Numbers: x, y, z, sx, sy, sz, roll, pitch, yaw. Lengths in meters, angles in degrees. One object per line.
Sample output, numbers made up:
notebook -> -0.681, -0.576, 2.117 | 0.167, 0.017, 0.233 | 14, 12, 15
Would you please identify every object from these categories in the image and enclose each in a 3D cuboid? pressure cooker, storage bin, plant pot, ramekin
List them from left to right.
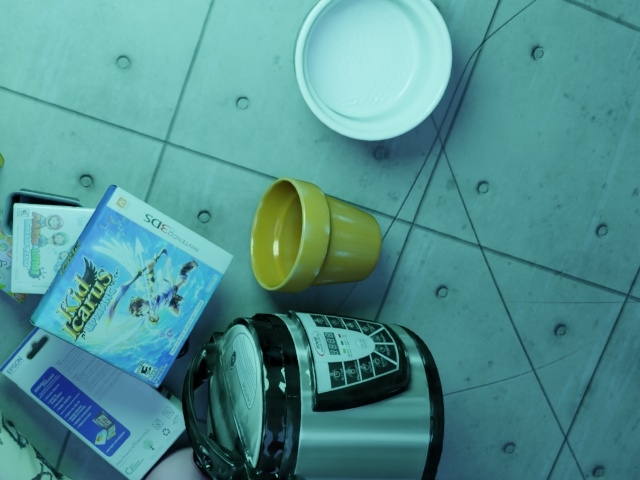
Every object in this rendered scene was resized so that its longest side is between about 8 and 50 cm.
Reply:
storage bin -> -0.482, -0.041, 1.693 | 0.135, 0.091, 0.098 | 10, 103, -13
pressure cooker -> -0.035, 0.316, 1.706 | 0.420, 0.370, 0.375 | 6, 81, -21
plant pot -> 0.000, 0.000, 1.759 | 0.188, 0.205, 0.205 | 8, 103, -30
ramekin -> 0.082, -0.323, 1.709 | 0.277, 0.135, 0.277 | -3, 105, -10

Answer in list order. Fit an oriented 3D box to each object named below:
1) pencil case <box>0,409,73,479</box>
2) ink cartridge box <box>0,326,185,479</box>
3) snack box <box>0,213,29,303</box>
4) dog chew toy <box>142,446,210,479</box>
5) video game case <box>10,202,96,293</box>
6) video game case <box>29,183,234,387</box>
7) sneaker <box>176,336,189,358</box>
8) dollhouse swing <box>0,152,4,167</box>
pencil case -> -0.614, 0.362, 1.731 | 0.160, 0.183, 0.410 | -36, 106, -5
ink cartridge box -> -0.411, 0.281, 1.787 | 0.332, 0.065, 0.165 | 42, 93, -6
snack box -> -0.558, 0.031, 1.725 | 0.141, 0.037, 0.100 | 42, 95, -18
dog chew toy -> -0.283, 0.558, 1.843 | 0.206, 0.206, 0.332 | 28, 106, -17
video game case -> -0.455, 0.017, 1.657 | 0.143, 0.019, 0.157 | 4, 104, -12
video game case -> -0.319, 0.080, 1.654 | 0.244, 0.061, 0.269 | 32, 83, -24
sneaker -> -0.361, 0.129, 1.744 | 0.283, 0.124, 0.107 | 25, 98, -16
dollhouse swing -> -0.688, -0.105, 1.502 | 0.305, 0.347, 0.315 | -26, 108, -3
